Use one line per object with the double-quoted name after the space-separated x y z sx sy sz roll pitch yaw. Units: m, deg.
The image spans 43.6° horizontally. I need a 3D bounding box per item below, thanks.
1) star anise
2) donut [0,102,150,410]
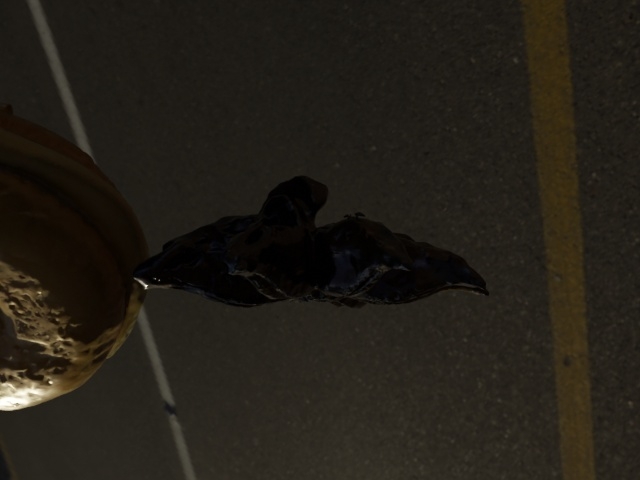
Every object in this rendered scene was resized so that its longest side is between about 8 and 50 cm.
0.000 0.000 0.596 0.272 0.272 0.102 -6 81 50 "star anise"
-0.417 0.022 0.909 0.449 0.198 0.448 -1 131 -1 "donut"
